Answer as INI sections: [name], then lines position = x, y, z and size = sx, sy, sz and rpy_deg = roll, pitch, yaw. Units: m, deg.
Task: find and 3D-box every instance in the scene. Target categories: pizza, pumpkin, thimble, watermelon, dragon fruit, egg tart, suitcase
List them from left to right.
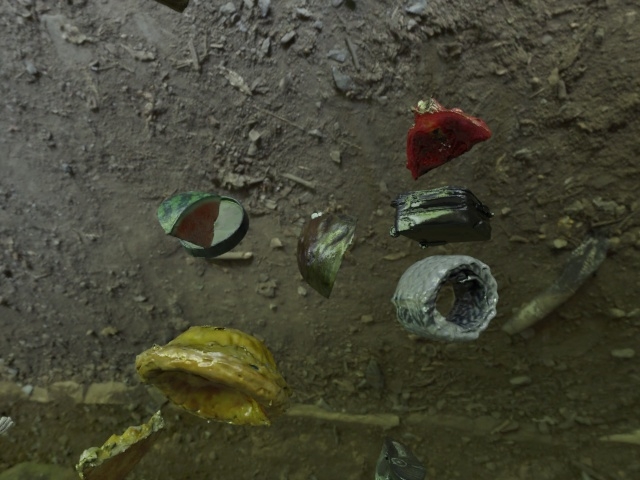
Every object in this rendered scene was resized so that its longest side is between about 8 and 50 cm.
[pizza]
position = -0.566, 0.581, 1.122
size = 0.075, 0.280, 0.288
rpy_deg = 36, 161, 19
[watermelon]
position = -0.393, -0.065, 1.277
size = 0.202, 0.207, 0.136
rpy_deg = 40, 122, -22
[egg tart]
position = -0.241, 0.320, 0.992
size = 0.387, 0.169, 0.388
rpy_deg = 8, 142, 6
[pumpkin]
position = -0.012, 0.061, 1.112
size = 0.148, 0.169, 0.312
rpy_deg = 21, 142, 6
[dragon fruit]
position = 0.353, -0.331, 1.213
size = 0.262, 0.134, 0.212
rpy_deg = -23, 113, 42
[suitcase]
position = 0.477, -0.082, 1.586
size = 0.339, 0.189, 0.345
rpy_deg = -3, 167, 36
[thimble]
position = 0.318, 0.146, 1.047
size = 0.245, 0.217, 0.157
rpy_deg = -12, 177, -23

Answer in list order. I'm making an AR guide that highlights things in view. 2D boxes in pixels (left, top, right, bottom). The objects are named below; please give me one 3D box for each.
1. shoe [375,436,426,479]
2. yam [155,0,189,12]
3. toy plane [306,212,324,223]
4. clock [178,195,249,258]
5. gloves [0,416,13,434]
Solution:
[shoe]
position = 0.229, 0.715, 1.233
size = 0.109, 0.149, 0.293
rpy_deg = 18, 175, 2
[yam]
position = -0.424, -0.587, 0.890
size = 0.066, 0.066, 0.299
rpy_deg = -34, 156, 34
[toy plane]
position = 0.000, 0.000, 1.767
size = 0.117, 0.245, 0.245
rpy_deg = -1, 134, 11
[clock]
position = -0.411, -0.058, 1.569
size = 0.280, 0.281, 0.055
rpy_deg = -3, 140, 12
[gloves]
position = -0.721, 0.415, 0.900
size = 0.037, 0.081, 0.044
rpy_deg = 39, 129, 21
